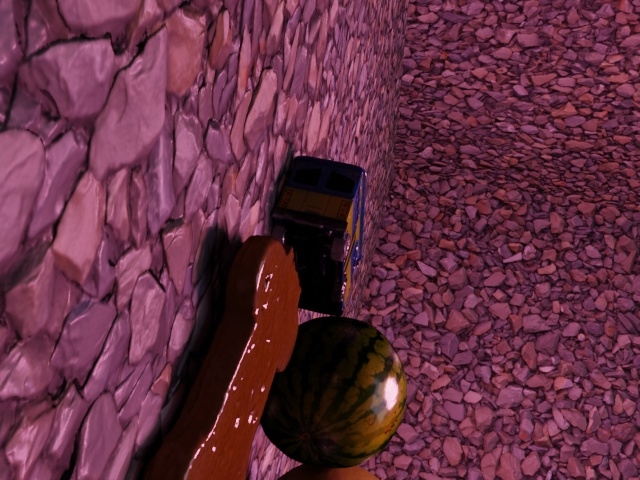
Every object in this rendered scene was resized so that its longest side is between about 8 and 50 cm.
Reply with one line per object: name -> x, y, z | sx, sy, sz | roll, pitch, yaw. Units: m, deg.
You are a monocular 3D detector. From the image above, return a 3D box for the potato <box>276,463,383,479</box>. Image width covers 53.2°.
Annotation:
potato -> 0.010, 0.647, 1.264 | 0.319, 0.385, 0.442 | -35, 149, -81

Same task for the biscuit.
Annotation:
biscuit -> -0.123, 0.200, 0.909 | 0.368, 0.076, 0.394 | 81, 25, -66

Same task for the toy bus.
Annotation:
toy bus -> 0.000, 0.000, 1.203 | 0.288, 0.138, 0.175 | 89, 16, -53

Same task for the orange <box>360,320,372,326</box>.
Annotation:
orange -> 0.105, 0.373, 2.123 | 0.219, 0.193, 0.219 | -12, 112, -32

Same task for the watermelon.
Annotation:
watermelon -> 0.025, 0.288, 1.224 | 0.285, 0.285, 0.285 | 11, 90, -81
